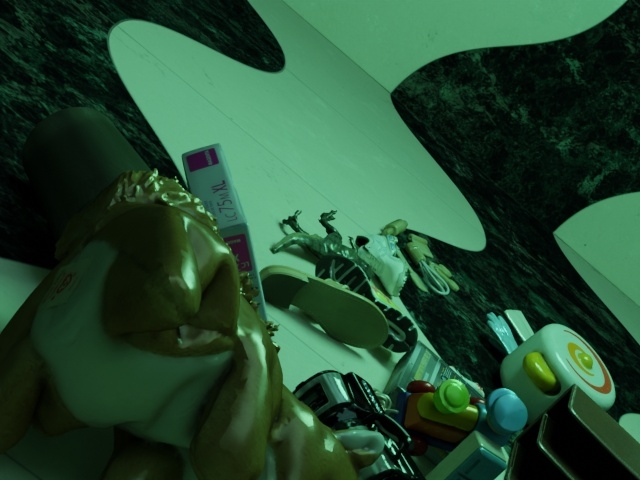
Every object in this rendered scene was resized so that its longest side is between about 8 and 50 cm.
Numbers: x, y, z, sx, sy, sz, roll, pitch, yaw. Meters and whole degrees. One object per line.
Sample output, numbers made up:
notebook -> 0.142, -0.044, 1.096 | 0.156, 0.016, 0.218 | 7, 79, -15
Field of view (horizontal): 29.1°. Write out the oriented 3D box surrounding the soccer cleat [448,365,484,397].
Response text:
soccer cleat -> 0.243, 0.247, 2.104 | 0.083, 0.029, 0.035 | 40, 26, 4

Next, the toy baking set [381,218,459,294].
toy baking set -> 0.205, 0.033, 2.517 | 0.197, 0.030, 0.256 | 46, 18, 11

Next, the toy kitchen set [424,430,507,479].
toy kitchen set -> 0.255, 0.386, 1.637 | 0.207, 0.122, 0.166 | 34, 19, -24

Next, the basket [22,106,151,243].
basket -> -0.267, -0.050, 1.504 | 0.227, 0.154, 0.204 | 51, -6, 42

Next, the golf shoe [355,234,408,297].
golf shoe -> 0.106, 0.044, 2.258 | 0.086, 0.069, 0.176 | 14, 23, -17

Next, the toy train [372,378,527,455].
toy train -> 0.150, 0.229, 1.694 | 0.248, 0.143, 0.105 | 19, 61, -13

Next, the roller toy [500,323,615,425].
roller toy -> 0.438, 0.255, 2.264 | 0.209, 0.146, 0.191 | 40, 26, -14

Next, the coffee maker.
coffee maker -> 0.046, 0.267, 1.522 | 0.171, 0.120, 0.178 | 74, -11, -49

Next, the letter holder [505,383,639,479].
letter holder -> 0.458, 0.413, 1.972 | 0.302, 0.152, 0.214 | 43, 19, 3

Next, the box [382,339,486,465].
box -> 0.184, 0.263, 1.887 | 0.183, 0.056, 0.231 | 41, 18, 0

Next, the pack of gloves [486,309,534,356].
pack of gloves -> 0.405, 0.245, 2.458 | 0.195, 0.046, 0.232 | 9, 48, -59

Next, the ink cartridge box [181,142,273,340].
ink cartridge box -> -0.106, 0.058, 1.546 | 0.186, 0.065, 0.311 | -112, -172, -53

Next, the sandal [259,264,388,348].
sandal -> 0.004, 0.080, 1.878 | 0.240, 0.088, 0.079 | 27, 29, -28

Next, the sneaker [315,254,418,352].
sneaker -> 0.071, 0.107, 2.001 | 0.208, 0.081, 0.094 | 46, 1, 10

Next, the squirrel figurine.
squirrel figurine -> -0.109, 0.132, 1.231 | 0.370, 0.281, 0.397 | 41, 19, -25

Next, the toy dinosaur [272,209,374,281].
toy dinosaur -> 0.000, 0.000, 2.111 | 0.268, 0.064, 0.118 | 19, 36, -45
